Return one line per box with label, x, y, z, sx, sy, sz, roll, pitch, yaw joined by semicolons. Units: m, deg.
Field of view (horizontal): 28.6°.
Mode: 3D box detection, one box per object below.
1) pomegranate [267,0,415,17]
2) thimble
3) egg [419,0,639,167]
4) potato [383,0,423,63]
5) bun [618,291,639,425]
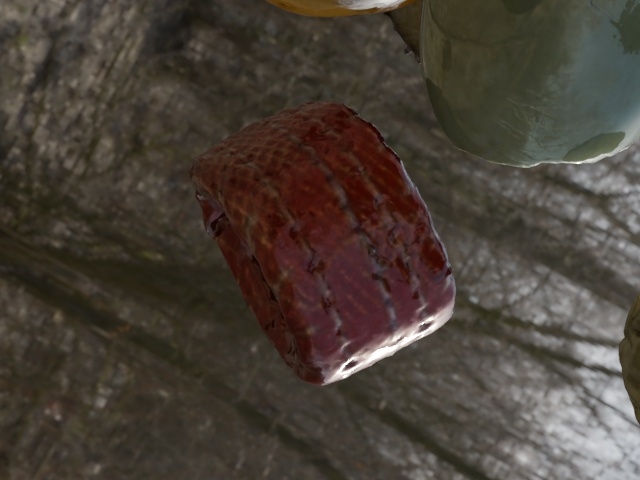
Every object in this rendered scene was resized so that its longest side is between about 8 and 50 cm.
pomegranate;0.020;-0.287;0.957;0.248;0.248;0.248;-61;-179;2
thimble;0.000;0.000;1.612;0.230;0.350;0.350;-29;173;-13
egg;0.245;-0.247;1.294;0.278;0.278;0.336;-64;162;-70
potato;0.272;-0.384;1.843;0.301;0.289;0.237;-30;-173;43
bun;0.414;0.128;1.388;0.259;0.160;0.259;-2;90;-66
